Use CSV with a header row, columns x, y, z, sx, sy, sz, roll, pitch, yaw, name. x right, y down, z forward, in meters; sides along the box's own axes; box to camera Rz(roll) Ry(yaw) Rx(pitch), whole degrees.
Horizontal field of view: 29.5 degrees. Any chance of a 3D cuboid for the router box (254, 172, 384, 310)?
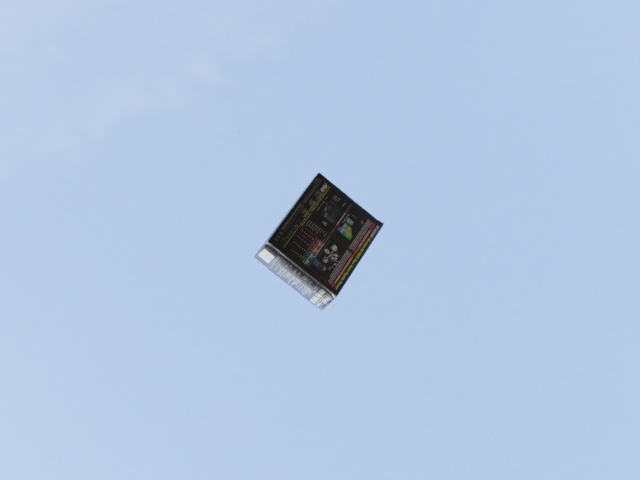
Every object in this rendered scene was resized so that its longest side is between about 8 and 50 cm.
x,y,z,sx,sy,sz,roll,pitch,yaw,name
0.000,0.000,1.276,0.092,0.038,0.122,39,-129,-4,router box
